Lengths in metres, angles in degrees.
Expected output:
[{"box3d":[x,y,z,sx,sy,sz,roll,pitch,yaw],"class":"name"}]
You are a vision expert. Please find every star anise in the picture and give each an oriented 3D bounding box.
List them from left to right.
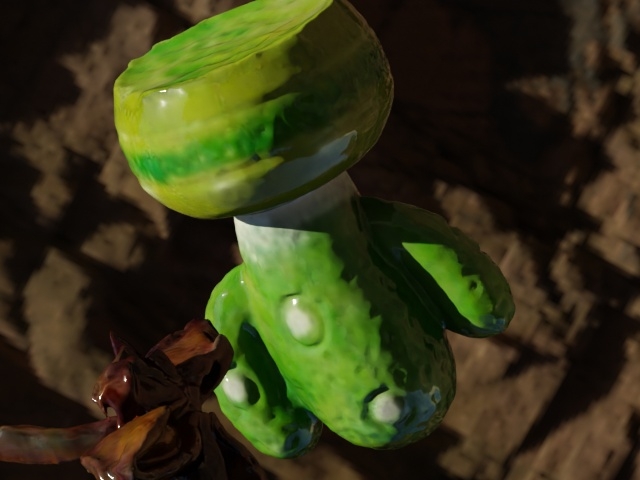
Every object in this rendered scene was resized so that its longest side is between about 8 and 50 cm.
[{"box3d":[-0.104,0.107,0.822,0.158,0.144,0.140,36,-153,-61],"class":"star anise"}]

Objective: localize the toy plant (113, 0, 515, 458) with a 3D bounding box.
[{"box3d":[0.000,0.000,1.192,0.184,0.224,0.316,-72,-37,-65],"class":"toy plant"}]
